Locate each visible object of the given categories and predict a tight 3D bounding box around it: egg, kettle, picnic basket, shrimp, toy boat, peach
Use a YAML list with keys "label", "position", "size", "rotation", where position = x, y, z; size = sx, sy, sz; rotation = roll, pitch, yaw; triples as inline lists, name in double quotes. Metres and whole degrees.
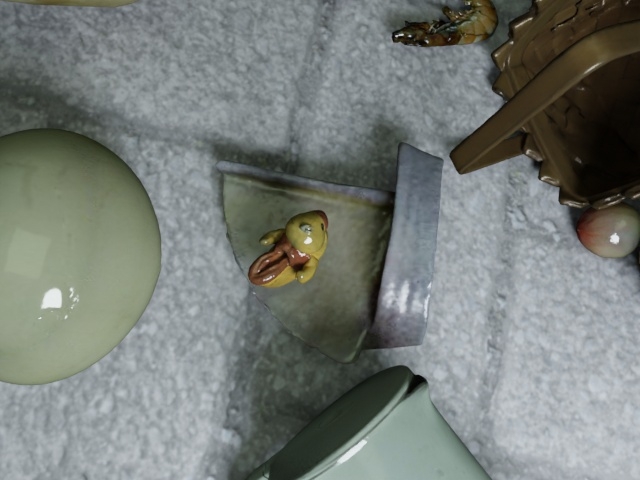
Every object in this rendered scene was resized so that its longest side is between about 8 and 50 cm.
- label: "egg"
  position: [-0.285, 0.013, 0.478]
  size: [0.219, 0.219, 0.269]
  rotation: [-4, 84, -7]
- label: "kettle"
  position: [0.093, 0.331, 0.486]
  size: [0.205, 0.265, 0.318]
  rotation: [-32, 83, -43]
- label: "picnic basket"
  position: [0.343, -0.190, 0.565]
  size: [0.321, 0.254, 0.291]
  rotation: [-21, 81, -20]
- label: "shrimp"
  position: [0.181, -0.368, 0.695]
  size: [0.195, 0.035, 0.147]
  rotation: [-14, 83, -16]
- label: "toy boat"
  position: [0.028, 0.016, 0.579]
  size: [0.294, 0.111, 0.275]
  rotation: [-8, 80, 5]
- label: "peach"
  position: [0.405, -0.016, 0.628]
  size: [0.083, 0.083, 0.083]
  rotation: [1, 79, -6]

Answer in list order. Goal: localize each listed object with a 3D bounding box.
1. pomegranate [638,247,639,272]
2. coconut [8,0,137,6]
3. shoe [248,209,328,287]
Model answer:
- label: "pomegranate"
  position: [0.573, 0.029, 0.539]
  size: [0.322, 0.322, 0.322]
  rotation: [1, 79, -6]
- label: "coconut"
  position: [-0.331, -0.427, 0.507]
  size: [0.323, 0.323, 0.322]
  rotation: [1, 79, -6]
- label: "shoe"
  position: [-0.033, 0.016, 0.511]
  size: [0.109, 0.069, 0.072]
  rotation: [-28, 83, 21]
